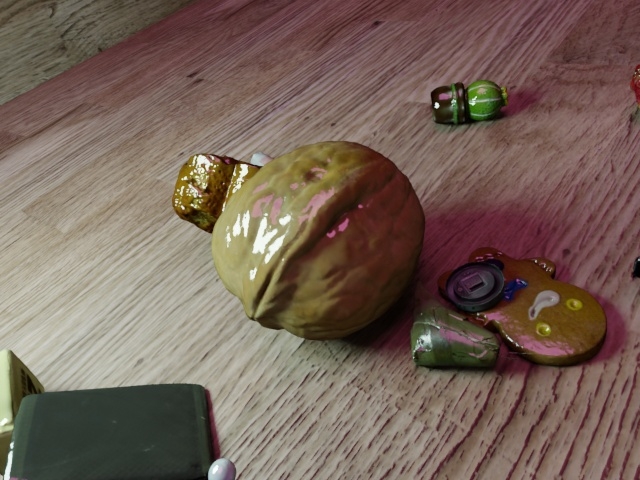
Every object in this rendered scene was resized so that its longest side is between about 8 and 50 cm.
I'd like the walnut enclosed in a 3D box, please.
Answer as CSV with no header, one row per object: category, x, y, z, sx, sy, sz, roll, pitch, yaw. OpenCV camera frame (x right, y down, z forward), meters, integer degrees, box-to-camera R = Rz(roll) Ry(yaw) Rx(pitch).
walnut,0.000,0.001,0.775,0.313,0.277,0.252,-47,16,-25

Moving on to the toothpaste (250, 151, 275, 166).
toothpaste,-0.085,-0.147,1.161,0.067,0.042,0.194,-34,47,-23

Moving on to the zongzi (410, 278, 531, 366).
zongzi,0.198,0.106,0.702,0.154,0.062,0.130,-6,56,25

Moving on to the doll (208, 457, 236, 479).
doll,-0.100,0.334,0.498,0.257,0.161,0.215,1,69,39

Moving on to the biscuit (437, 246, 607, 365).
biscuit,0.286,0.086,0.741,0.180,0.039,0.236,-34,43,-20

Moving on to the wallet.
wallet,-0.270,0.261,0.685,0.245,0.052,0.168,1,32,-18

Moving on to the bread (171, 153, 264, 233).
bread,-0.160,-0.078,0.961,0.247,0.232,0.135,8,71,41

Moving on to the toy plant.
toy plant,0.329,-0.307,1.147,0.163,0.092,0.092,-5,40,17

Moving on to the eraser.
eraser,-0.447,0.255,0.758,0.058,0.117,0.172,-26,39,-17

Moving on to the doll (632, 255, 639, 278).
doll,0.534,0.036,0.673,0.249,0.088,0.127,-5,19,2

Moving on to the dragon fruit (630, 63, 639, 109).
dragon fruit,0.676,-0.299,0.983,0.166,0.133,0.136,-14,81,7

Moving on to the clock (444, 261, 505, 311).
clock,0.222,0.066,0.747,0.085,0.017,0.085,-18,39,15
